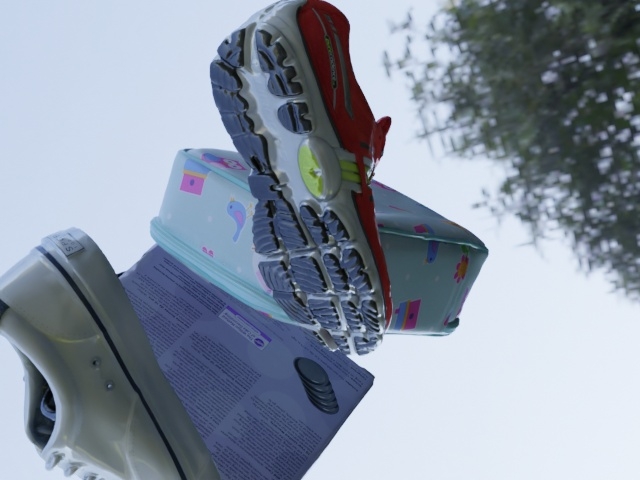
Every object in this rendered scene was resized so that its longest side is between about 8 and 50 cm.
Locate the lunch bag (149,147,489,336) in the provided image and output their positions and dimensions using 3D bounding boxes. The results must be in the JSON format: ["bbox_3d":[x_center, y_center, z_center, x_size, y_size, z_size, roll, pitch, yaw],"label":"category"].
[{"bbox_3d":[0.000,0.000,1.270,0.279,0.224,0.108,7,-74,-51],"label":"lunch bag"}]

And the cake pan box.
[{"bbox_3d":[-0.108,0.126,1.323,0.267,0.070,0.246,37,-146,3],"label":"cake pan box"}]

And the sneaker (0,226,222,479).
[{"bbox_3d":[-0.137,0.116,0.899,0.091,0.094,0.258,-32,-66,-18],"label":"sneaker"}]

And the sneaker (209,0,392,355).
[{"bbox_3d":[0.015,-0.045,1.046,0.118,0.107,0.279,-38,-55,-42],"label":"sneaker"}]
